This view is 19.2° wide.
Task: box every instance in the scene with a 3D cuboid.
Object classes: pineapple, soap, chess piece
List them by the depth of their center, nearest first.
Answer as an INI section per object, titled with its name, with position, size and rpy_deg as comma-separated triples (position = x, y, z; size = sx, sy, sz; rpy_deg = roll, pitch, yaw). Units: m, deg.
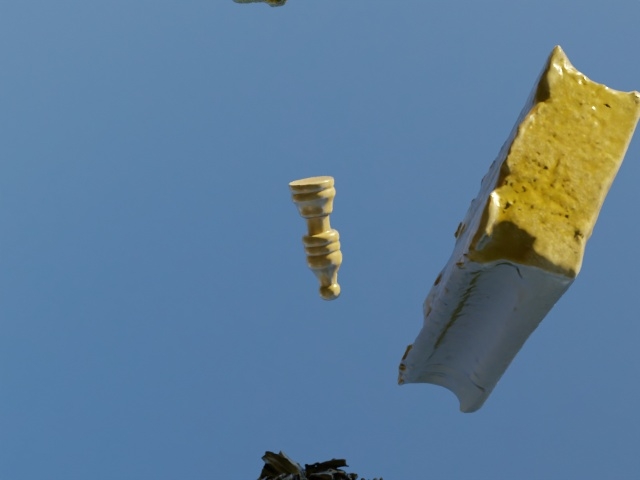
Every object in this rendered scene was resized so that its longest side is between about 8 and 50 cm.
[pineapple]
position = 0.010, 0.199, 1.415
size = 0.159, 0.074, 0.074
rpy_deg = 18, -104, 42
[chess piece]
position = 0.000, 0.000, 1.421
size = 0.035, 0.035, 0.092
rpy_deg = -3, -79, 31
[soap]
position = 0.159, 0.002, 1.566
size = 0.091, 0.315, 0.199
rpy_deg = 24, -117, 1

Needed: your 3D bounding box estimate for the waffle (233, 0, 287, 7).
[waffle]
position = -0.080, -0.323, 1.925
size = 0.237, 0.059, 0.243
rpy_deg = -1, -129, -9
